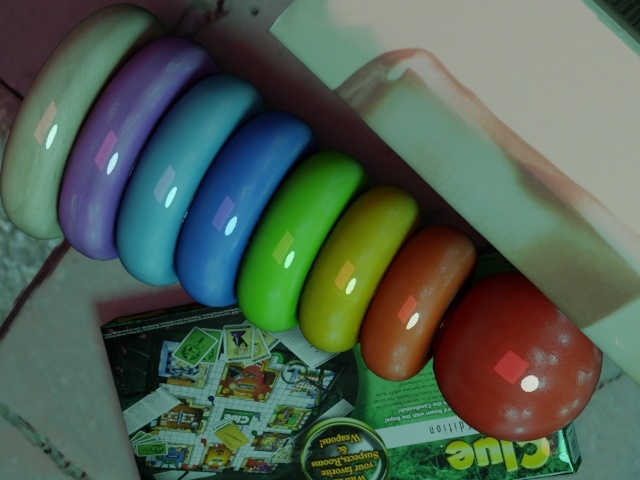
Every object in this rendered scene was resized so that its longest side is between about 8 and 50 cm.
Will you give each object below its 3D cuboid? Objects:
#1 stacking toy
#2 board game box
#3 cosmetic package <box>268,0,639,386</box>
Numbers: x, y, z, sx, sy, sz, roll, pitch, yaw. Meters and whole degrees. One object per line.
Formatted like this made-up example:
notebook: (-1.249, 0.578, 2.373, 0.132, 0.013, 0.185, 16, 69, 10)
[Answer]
stacking toy: (0.000, 0.000, 1.053, 0.330, 0.141, 0.141, 27, 108, 12)
board game box: (0.009, 0.088, 1.138, 0.260, 0.030, 0.136, -11, 96, 18)
cosmetic package: (0.134, -0.057, 1.006, 0.296, 0.153, 0.129, 45, 109, 4)
